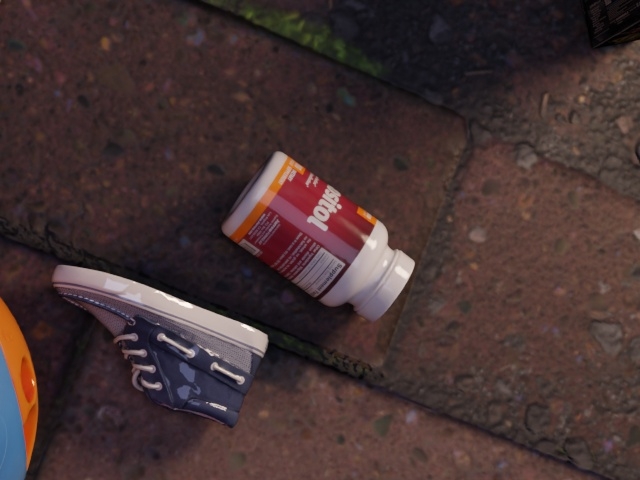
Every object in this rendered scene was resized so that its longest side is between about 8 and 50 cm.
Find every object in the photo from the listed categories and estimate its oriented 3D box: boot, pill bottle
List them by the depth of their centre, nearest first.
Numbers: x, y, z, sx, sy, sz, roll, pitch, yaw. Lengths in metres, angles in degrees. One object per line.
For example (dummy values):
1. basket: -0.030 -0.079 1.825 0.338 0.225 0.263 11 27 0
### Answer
1. boot: -0.141 0.088 1.462 0.190 0.069 0.086 21 79 -10
2. pill bottle: 0.000 0.000 1.489 0.152 0.086 0.086 35 80 -7

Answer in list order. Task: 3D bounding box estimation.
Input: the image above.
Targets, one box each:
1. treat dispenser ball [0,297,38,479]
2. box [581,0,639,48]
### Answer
1. treat dispenser ball: -0.354 0.126 1.307 0.288 0.288 0.288 1 86 -11
2. box: 0.264 -0.267 1.491 0.051 0.220 0.175 -11 87 -9
